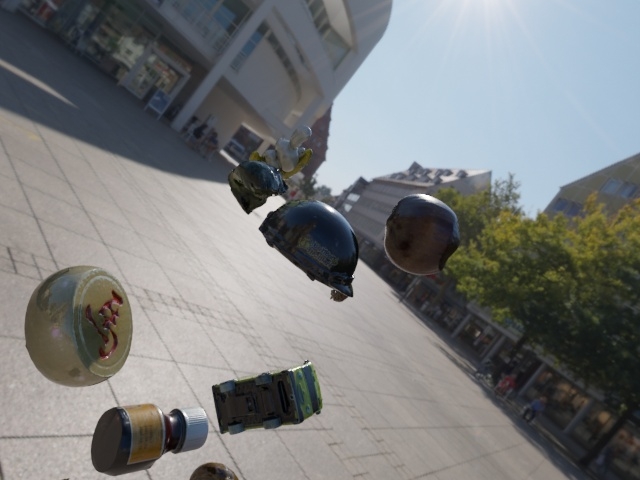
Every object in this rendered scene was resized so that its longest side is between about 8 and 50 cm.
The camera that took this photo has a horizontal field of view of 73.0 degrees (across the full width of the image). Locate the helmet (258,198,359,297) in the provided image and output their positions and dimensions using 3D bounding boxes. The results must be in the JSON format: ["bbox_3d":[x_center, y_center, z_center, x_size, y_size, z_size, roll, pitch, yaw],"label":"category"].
[{"bbox_3d":[0.000,0.000,1.027,0.279,0.160,0.230,32,2,-10],"label":"helmet"}]

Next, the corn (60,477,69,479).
[{"bbox_3d":[-0.476,0.575,0.788,0.091,0.091,0.260,33,19,-48],"label":"corn"}]

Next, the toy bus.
[{"bbox_3d":[-0.126,0.380,1.052,0.150,0.262,0.128,3,69,-56],"label":"toy bus"}]

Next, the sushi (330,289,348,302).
[{"bbox_3d":[0.071,0.215,1.704,0.120,0.055,0.052,-2,-73,67],"label":"sushi"}]

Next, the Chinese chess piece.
[{"bbox_3d":[-0.524,0.187,0.962,0.273,0.102,0.273,-11,90,-87],"label":"Chinese chess piece"}]

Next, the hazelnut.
[{"bbox_3d":[0.294,-0.021,1.258,0.218,0.233,0.218,15,-23,7],"label":"hazelnut"}]

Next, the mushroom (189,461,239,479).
[{"bbox_3d":[-0.422,1.051,1.777,0.195,0.283,0.263,6,63,-34],"label":"mushroom"}]

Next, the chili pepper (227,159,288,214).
[{"bbox_3d":[-0.187,-0.173,1.271,0.148,0.116,0.264,57,-20,-8],"label":"chili pepper"}]

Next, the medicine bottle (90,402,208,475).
[{"bbox_3d":[-0.643,0.754,1.671,0.395,0.242,0.242,21,14,-49],"label":"medicine bottle"}]

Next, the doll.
[{"bbox_3d":[-0.138,-0.295,1.546,0.252,0.237,0.111,81,-9,-69],"label":"doll"}]
